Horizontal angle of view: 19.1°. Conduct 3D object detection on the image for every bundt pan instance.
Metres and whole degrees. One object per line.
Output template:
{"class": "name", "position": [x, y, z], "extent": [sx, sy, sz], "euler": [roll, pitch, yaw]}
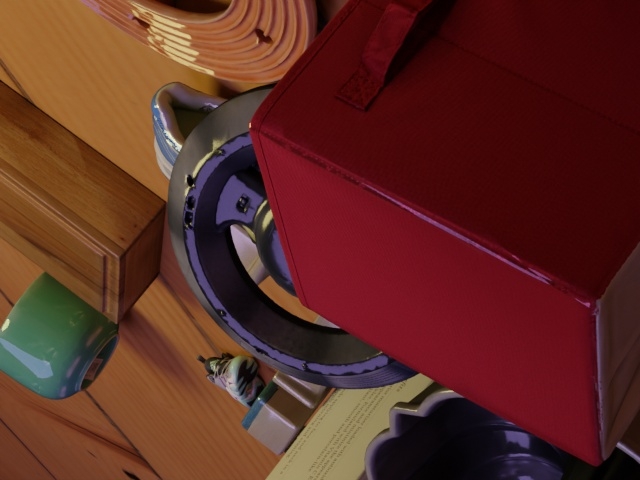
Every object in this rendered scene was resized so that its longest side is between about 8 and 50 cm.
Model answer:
{"class": "bundt pan", "position": [0.199, 0.197, 1.327], "extent": [0.331, 0.124, 0.331], "euler": [27, 141, 24]}

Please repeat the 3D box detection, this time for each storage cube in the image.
{"class": "storage cube", "position": [0.105, -0.034, 0.967], "extent": [0.193, 0.183, 0.215], "euler": [28, 158, 23]}

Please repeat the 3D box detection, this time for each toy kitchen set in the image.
{"class": "toy kitchen set", "position": [-0.034, 0.040, 1.539], "extent": [0.166, 0.122, 0.207], "euler": [37, 141, 4]}

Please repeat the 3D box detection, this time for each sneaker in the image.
{"class": "sneaker", "position": [-0.097, 0.130, 1.910], "extent": [0.069, 0.038, 0.098], "euler": [31, 159, 19]}
{"class": "sneaker", "position": [-0.041, -0.046, 1.355], "extent": [0.211, 0.080, 0.081], "euler": [26, 158, 24]}

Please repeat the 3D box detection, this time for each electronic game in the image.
{"class": "electronic game", "position": [0.000, 0.000, 1.292], "extent": [0.229, 0.048, 0.229], "euler": [12, 120, 20]}

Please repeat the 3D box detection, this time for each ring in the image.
{"class": "ring", "position": [-0.134, -0.226, 1.192], "extent": [0.336, 0.032, 0.336], "euler": [34, 161, 14]}

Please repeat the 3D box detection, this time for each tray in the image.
{"class": "tray", "position": [-0.331, -0.094, 1.776], "extent": [0.411, 0.076, 0.203], "euler": [35, 161, 6]}

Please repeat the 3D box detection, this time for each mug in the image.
{"class": "mug", "position": [-0.269, 0.098, 2.043], "extent": [0.097, 0.158, 0.129], "euler": [33, 136, 9]}

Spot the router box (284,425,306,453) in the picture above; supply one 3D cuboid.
{"class": "router box", "position": [0.032, 0.242, 1.933], "extent": [0.122, 0.038, 0.092], "euler": [13, 148, 51]}

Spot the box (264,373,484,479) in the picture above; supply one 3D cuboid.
{"class": "box", "position": [0.086, 0.190, 1.504], "extent": [0.182, 0.181, 0.119], "euler": [48, 159, -24]}
